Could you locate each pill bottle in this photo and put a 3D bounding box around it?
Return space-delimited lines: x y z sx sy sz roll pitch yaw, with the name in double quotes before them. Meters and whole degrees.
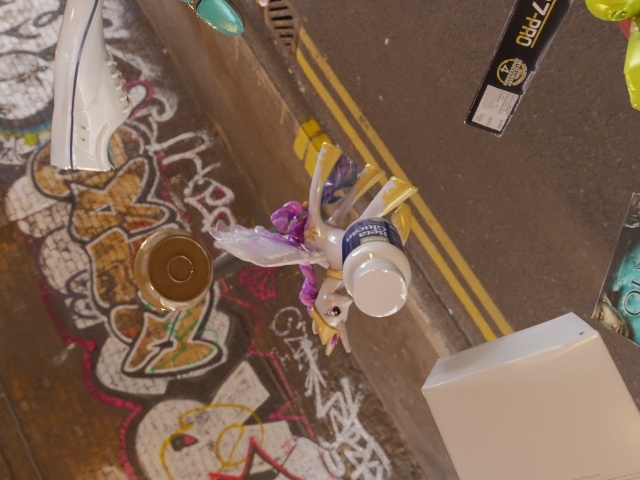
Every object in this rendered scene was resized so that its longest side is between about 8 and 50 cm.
"pill bottle" 0.077 0.034 0.614 0.169 0.094 0.094 -85 -26 -68

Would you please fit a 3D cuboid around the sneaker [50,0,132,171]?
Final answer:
"sneaker" -0.298 -0.204 0.571 0.258 0.091 0.094 -60 37 36

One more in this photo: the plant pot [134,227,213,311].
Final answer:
"plant pot" -0.400 0.080 1.215 0.032 0.236 0.236 -10 110 45

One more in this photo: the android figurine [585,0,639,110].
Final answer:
"android figurine" 0.292 -0.154 0.293 0.056 0.248 0.273 171 112 -74

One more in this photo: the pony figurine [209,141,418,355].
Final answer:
"pony figurine" 0.000 0.000 0.878 0.351 0.364 0.302 35 -164 34

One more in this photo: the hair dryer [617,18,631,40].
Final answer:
"hair dryer" 0.719 -0.523 0.922 0.223 0.294 0.080 20 169 -12

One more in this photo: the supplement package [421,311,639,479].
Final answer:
"supplement package" 0.256 0.220 0.503 0.149 0.194 0.203 2 -116 -68

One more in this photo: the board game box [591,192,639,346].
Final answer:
"board game box" 0.423 0.041 0.541 0.126 0.026 0.186 -124 42 -73

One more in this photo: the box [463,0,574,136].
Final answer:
"box" 0.426 -0.448 0.837 0.097 0.318 0.395 24 139 12

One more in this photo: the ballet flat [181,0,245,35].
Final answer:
"ballet flat" -0.294 -0.601 1.033 0.095 0.280 0.096 -19 72 35
